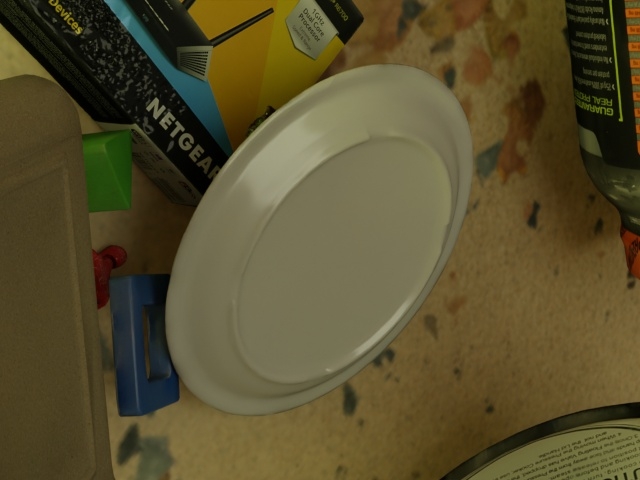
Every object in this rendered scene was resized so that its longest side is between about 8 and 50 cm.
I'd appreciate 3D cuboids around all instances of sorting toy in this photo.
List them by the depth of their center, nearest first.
[{"bbox_3d":[-0.123,0.048,0.423,0.347,0.047,0.196,-57,141,-74],"label":"sorting toy"}]

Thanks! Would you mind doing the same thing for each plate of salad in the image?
[{"bbox_3d":[0.000,0.000,0.614,0.200,0.048,0.200,-26,135,-30],"label":"plate of salad"}]

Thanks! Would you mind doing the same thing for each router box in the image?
[{"bbox_3d":[-0.075,-0.122,0.566,0.179,0.046,0.133,48,67,-32],"label":"router box"}]

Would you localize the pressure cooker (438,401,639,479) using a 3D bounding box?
[{"bbox_3d":[0.192,0.292,0.629,0.370,0.375,0.420,-50,124,-18],"label":"pressure cooker"}]

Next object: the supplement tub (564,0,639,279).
[{"bbox_3d":[0.249,-0.150,0.717,0.207,0.207,0.338,-20,109,-35],"label":"supplement tub"}]

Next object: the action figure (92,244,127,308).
[{"bbox_3d":[-0.134,0.030,0.553,0.115,0.030,0.038,-31,120,-36],"label":"action figure"}]
